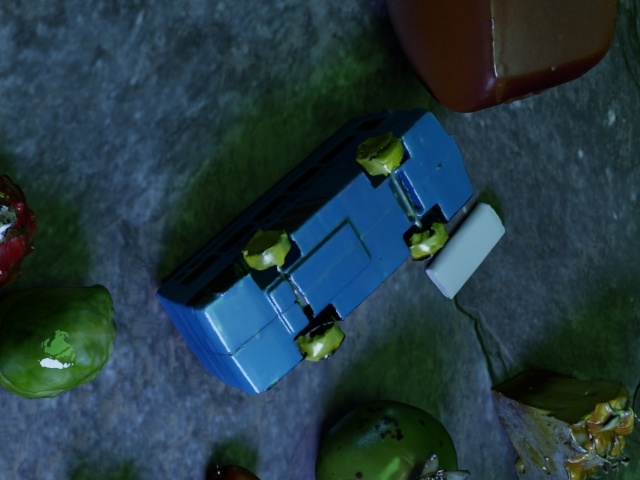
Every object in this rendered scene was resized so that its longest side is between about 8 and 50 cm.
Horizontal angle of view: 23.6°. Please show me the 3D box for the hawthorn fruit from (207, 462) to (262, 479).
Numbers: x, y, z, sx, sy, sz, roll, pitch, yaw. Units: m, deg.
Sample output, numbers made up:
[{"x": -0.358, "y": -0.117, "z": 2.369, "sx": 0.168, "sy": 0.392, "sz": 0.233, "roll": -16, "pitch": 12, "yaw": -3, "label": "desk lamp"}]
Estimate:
[{"x": -0.101, "y": 0.301, "z": 1.801, "sx": 0.077, "sy": 0.077, "sz": 0.077, "roll": -6, "pitch": 100, "yaw": -32, "label": "hawthorn fruit"}]

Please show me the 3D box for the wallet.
[{"x": 0.189, "y": 0.013, "z": 1.972, "sx": 0.122, "sy": 0.025, "sz": 0.061, "roll": -51, "pitch": 127, "yaw": -17, "label": "wallet"}]

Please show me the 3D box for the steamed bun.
[{"x": 0.193, "y": -0.354, "z": 1.785, "sx": 0.235, "sy": 0.248, "sz": 0.379, "roll": -17, "pitch": 117, "yaw": -28, "label": "steamed bun"}]

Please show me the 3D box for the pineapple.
[{"x": 0.310, "y": 0.251, "z": 2.016, "sx": 0.114, "sy": 0.236, "sz": 0.186, "roll": -23, "pitch": 70, "yaw": -33, "label": "pineapple"}]

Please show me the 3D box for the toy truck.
[{"x": 0.000, "y": 0.000, "z": 1.764, "sx": 0.385, "sy": 0.162, "sz": 0.161, "roll": -42, "pitch": 117, "yaw": -22, "label": "toy truck"}]

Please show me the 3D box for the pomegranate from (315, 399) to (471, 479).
[{"x": 0.095, "y": 0.286, "z": 1.835, "sx": 0.182, "sy": 0.224, "sz": 0.181, "roll": -4, "pitch": 100, "yaw": -24, "label": "pomegranate"}]

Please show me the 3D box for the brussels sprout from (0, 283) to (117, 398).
[{"x": -0.287, "y": 0.107, "z": 1.608, "sx": 0.155, "sy": 0.155, "sz": 0.117, "roll": -1, "pitch": 86, "yaw": -33, "label": "brussels sprout"}]

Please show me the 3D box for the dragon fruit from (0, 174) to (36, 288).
[{"x": -0.352, "y": -0.002, "z": 1.566, "sx": 0.153, "sy": 0.111, "sz": 0.153, "roll": -4, "pitch": 99, "yaw": -29, "label": "dragon fruit"}]
